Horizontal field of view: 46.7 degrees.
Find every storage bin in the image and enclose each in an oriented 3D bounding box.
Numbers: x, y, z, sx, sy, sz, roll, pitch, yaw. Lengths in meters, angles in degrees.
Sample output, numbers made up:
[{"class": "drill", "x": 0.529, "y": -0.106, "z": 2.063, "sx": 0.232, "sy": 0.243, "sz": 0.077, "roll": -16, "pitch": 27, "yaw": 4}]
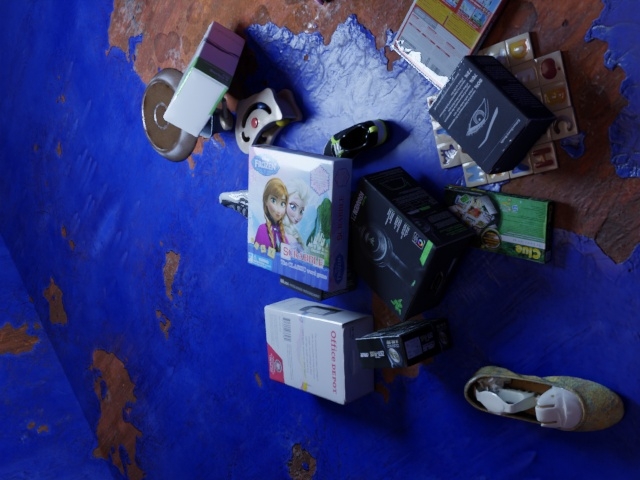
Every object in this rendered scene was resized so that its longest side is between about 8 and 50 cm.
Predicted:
[{"class": "storage bin", "x": -0.334, "y": -0.360, "z": 2.246, "sx": 0.135, "sy": 0.091, "sz": 0.098, "roll": 25, "pitch": 116, "yaw": 41}]

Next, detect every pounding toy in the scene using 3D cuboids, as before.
[{"class": "pounding toy", "x": -0.192, "y": -0.324, "z": 2.060, "sx": 0.269, "sy": 0.154, "sz": 0.154, "roll": -12, "pitch": 86, "yaw": 47}]

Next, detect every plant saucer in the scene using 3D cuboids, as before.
[{"class": "plant saucer", "x": -0.508, "y": -0.412, "z": 2.446, "sx": 0.310, "sy": 0.050, "sz": 0.311, "roll": 13, "pitch": 109, "yaw": 42}]

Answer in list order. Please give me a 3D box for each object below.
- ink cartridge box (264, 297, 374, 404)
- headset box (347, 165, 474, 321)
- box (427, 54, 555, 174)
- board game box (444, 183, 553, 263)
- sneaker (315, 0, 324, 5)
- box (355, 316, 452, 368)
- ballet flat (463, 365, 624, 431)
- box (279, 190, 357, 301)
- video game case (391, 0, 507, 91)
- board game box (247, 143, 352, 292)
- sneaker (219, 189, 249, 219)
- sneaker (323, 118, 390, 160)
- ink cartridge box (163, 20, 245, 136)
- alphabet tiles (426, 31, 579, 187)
[{"class": "ink cartridge box", "x": -0.005, "y": 0.296, "z": 2.035, "sx": 0.306, "sy": 0.131, "sz": 0.226, "roll": 8, "pitch": 105, "yaw": 43}, {"class": "headset box", "x": 0.195, "y": 0.013, "z": 1.735, "sx": 0.283, "sy": 0.131, "sz": 0.246, "roll": 47, "pitch": 138, "yaw": 29}, {"class": "box", "x": 0.350, "y": -0.262, "z": 1.535, "sx": 0.207, "sy": 0.108, "sz": 0.153, "roll": 53, "pitch": 131, "yaw": 22}, {"class": "board game box", "x": 0.384, "y": -0.040, "z": 1.623, "sx": 0.259, "sy": 0.030, "sz": 0.136, "roll": 15, "pitch": 112, "yaw": 43}, {"class": "sneaker", "x": -0.008, "y": -0.657, "z": 1.882, "sx": 0.057, "sy": 0.047, "sz": 0.119, "roll": -36, "pitch": 74, "yaw": 24}, {"class": "box", "x": 0.201, "y": 0.246, "z": 1.773, "sx": 0.147, "sy": 0.180, "sz": 0.078, "roll": -12, "pitch": 91, "yaw": 46}, {"class": "ballet flat", "x": 0.459, "y": 0.345, "z": 1.580, "sx": 0.348, "sy": 0.123, "sz": 0.123, "roll": 4, "pitch": 103, "yaw": 45}, {"class": "box", "x": 0.000, "y": 0.000, "z": 1.950, "sx": 0.165, "sy": 0.143, "sz": 0.270, "roll": 18, "pitch": 112, "yaw": 42}, {"class": "video game case", "x": 0.285, "y": -0.492, "z": 1.615, "sx": 0.204, "sy": 0.025, "sz": 0.285, "roll": 50, "pitch": 129, "yaw": 29}, {"class": "board game box", "x": -0.061, "y": -0.064, "z": 1.844, "sx": 0.318, "sy": 0.066, "sz": 0.318, "roll": 15, "pitch": 109, "yaw": 44}, {"class": "sneaker", "x": -0.198, "y": -0.070, "z": 2.165, "sx": 0.268, "sy": 0.101, "sz": 0.153, "roll": 4, "pitch": 99, "yaw": 43}, {"class": "sneaker", "x": 0.069, "y": -0.250, "z": 1.851, "sx": 0.234, "sy": 0.097, "sz": 0.084, "roll": -23, "pitch": 82, "yaw": 46}, {"class": "ink cartridge box", "x": -0.322, "y": -0.457, "z": 2.084, "sx": 0.198, "sy": 0.114, "sz": 0.273, "roll": -48, "pitch": 22, "yaw": 38}, {"class": "alphabet tiles", "x": 0.379, "y": -0.271, "z": 1.590, "sx": 0.342, "sy": 0.011, "sz": 0.285, "roll": -11, "pitch": 91, "yaw": 47}]
